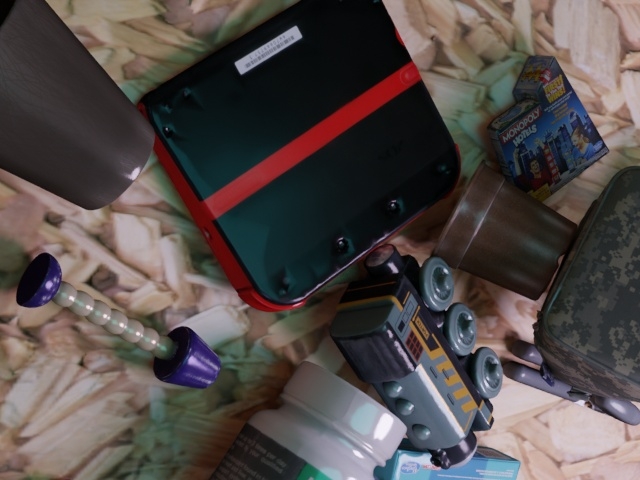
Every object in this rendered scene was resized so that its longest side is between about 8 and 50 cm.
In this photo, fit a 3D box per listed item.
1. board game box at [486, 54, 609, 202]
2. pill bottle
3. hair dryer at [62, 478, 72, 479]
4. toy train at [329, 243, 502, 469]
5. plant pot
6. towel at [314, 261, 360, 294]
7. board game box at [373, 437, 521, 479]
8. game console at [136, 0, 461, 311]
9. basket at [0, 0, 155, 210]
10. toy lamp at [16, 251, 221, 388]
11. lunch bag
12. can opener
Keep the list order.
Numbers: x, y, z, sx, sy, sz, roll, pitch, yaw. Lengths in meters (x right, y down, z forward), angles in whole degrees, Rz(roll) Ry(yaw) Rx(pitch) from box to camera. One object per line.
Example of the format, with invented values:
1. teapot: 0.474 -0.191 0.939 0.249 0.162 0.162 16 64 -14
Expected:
1. board game box: 0.334 -0.174 1.663 0.194 0.060 0.194 -34 114 -23
2. pill bottle: -0.053 0.353 1.432 0.204 0.204 0.361 40 77 -31
3. hair dryer: -0.394 0.394 1.299 0.293 0.080 0.223 -35 115 -23
4. toy train: 0.141 0.168 1.531 0.334 0.142 0.190 58 42 -26
5. plant pot: 0.265 -0.006 1.548 0.165 0.167 0.167 27 82 8
6. towel: 0.000 0.000 1.504 0.110 0.027 0.148 -19 109 -27
7. board game box: 0.152 0.478 1.661 0.254 0.079 0.336 13 92 -34
8. game console: -0.011 -0.128 1.446 0.386 0.060 0.342 -36 105 -23
9. basket: -0.310 -0.146 1.210 0.227 0.154 0.204 41 78 -35
10. toy lamp: -0.241 0.110 1.343 0.275 0.080 0.080 31 82 -32
11. lunch bag: 0.439 0.080 1.547 0.305 0.212 0.256 -62 166 -10
12. can opener: 0.423 0.232 1.785 0.280 0.093 0.074 22 88 -29
